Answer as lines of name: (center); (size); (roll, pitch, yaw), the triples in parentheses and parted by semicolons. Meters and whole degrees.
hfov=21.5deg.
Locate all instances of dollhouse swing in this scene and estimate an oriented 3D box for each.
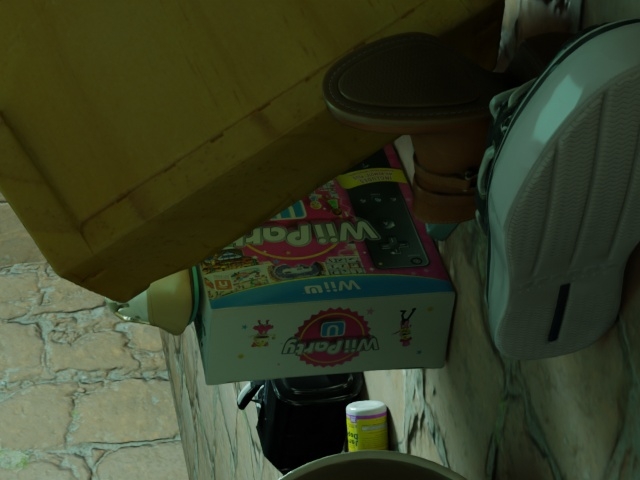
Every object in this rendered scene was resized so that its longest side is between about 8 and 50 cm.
dollhouse swing: (-0.098, -0.181, 1.197); (0.305, 0.347, 0.315); (57, 180, 8)

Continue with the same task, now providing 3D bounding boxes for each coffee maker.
coffee maker: (-0.007, 0.191, 1.943); (0.171, 0.120, 0.178); (54, 157, 23)

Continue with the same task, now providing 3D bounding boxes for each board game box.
board game box: (-0.021, -0.005, 1.590); (0.303, 0.224, 0.097); (-109, 20, -48)

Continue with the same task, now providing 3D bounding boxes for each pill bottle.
pill bottle: (0.051, 0.214, 1.781); (0.043, 0.043, 0.083); (-155, 60, -77)

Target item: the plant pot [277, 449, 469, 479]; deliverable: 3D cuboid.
plant pot: (0.052, 0.304, 1.396); (0.274, 0.256, 0.256); (55, -152, -81)

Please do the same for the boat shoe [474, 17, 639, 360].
boat shoe: (0.139, -0.043, 1.020); (0.335, 0.121, 0.119); (101, 156, -60)

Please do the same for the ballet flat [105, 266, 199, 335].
ballet flat: (-0.158, 0.052, 1.541); (0.232, 0.073, 0.080); (149, 114, -78)

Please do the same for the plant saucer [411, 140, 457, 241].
plant saucer: (0.094, -0.098, 1.496); (0.067, 0.018, 0.192); (120, 143, -71)

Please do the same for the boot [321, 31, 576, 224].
boot: (0.080, -0.064, 1.121); (0.152, 0.197, 0.073); (113, 145, -52)
